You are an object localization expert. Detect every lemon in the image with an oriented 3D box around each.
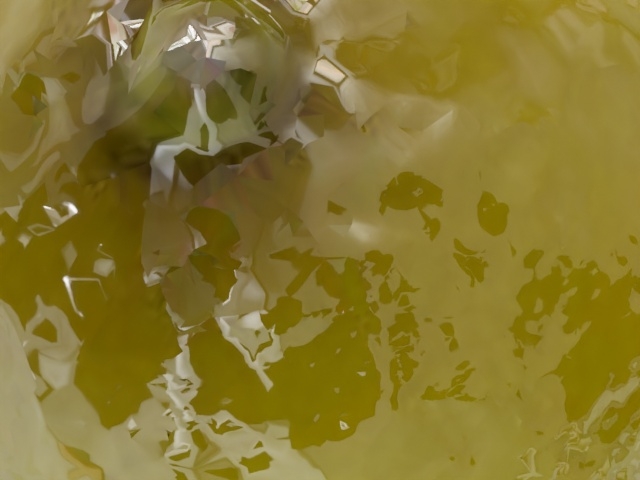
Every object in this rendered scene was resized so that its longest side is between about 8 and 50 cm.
[{"bbox_3d":[0.000,0.000,0.608,0.364,0.364,0.364,-7,-78,-34],"label":"lemon"}]
